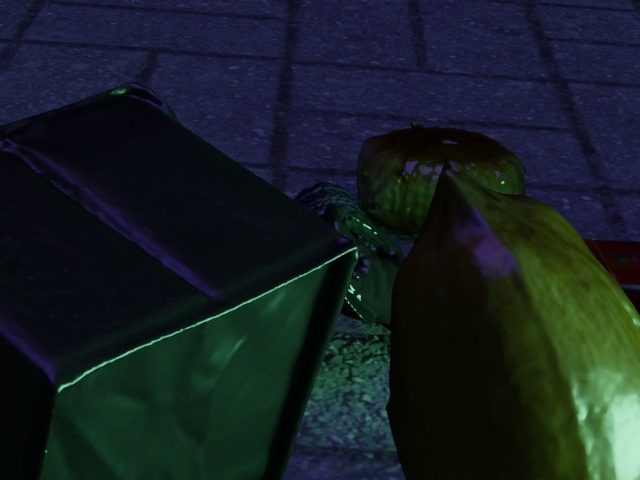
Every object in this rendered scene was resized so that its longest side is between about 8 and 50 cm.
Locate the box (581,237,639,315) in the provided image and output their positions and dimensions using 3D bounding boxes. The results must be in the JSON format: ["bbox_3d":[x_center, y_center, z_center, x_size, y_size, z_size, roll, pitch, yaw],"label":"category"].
[{"bbox_3d":[0.325,0.042,1.479,0.175,0.048,0.112,2,26,-6],"label":"box"}]

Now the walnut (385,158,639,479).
[{"bbox_3d":[0.144,0.098,1.032,0.209,0.336,0.209,-17,15,5],"label":"walnut"}]

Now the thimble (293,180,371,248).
[{"bbox_3d":[-0.001,-0.002,1.451,0.095,0.104,0.066,-15,37,-13],"label":"thimble"}]

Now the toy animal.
[{"bbox_3d":[0.038,0.043,1.341,0.232,0.084,0.148,29,19,-47],"label":"toy animal"}]

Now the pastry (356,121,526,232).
[{"bbox_3d":[0.138,-0.073,1.632,0.192,0.093,0.182,8,23,12],"label":"pastry"}]

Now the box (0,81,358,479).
[{"bbox_3d":[-0.168,0.118,0.897,0.204,0.345,0.251,35,36,26],"label":"box"}]
